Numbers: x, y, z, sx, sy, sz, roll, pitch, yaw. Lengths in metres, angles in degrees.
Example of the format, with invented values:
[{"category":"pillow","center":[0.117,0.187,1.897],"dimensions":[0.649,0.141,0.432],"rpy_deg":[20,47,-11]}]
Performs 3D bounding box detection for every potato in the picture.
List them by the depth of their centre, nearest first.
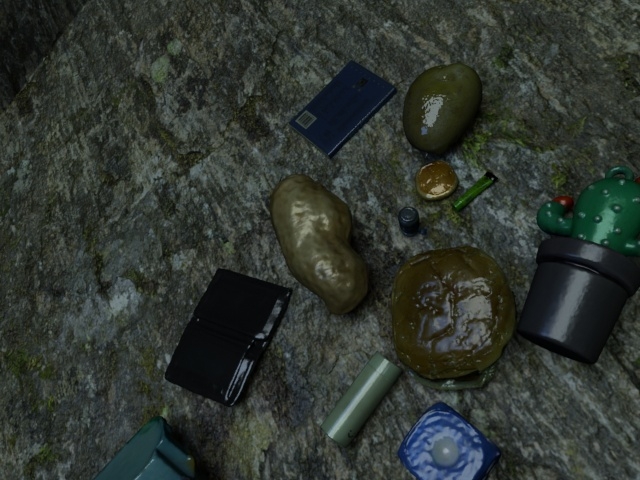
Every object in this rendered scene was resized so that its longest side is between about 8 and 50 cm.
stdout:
[{"category":"potato","center":[0.291,-0.318,1.267],"dimensions":[0.174,0.159,0.251],"rpy_deg":[13,81,53]}]

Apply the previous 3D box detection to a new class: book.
[{"category":"book","center":[0.059,-0.378,1.470],"dimensions":[0.269,0.025,0.191],"rpy_deg":[-46,59,-2]}]

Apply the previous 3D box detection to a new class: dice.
[{"category":"dice","center":[0.238,0.399,0.961],"dimensions":[0.146,0.146,0.143],"rpy_deg":[36,83,33]}]

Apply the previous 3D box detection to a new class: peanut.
[{"category":"peanut","center":[0.000,0.000,1.240],"dimensions":[0.192,0.169,0.387],"rpy_deg":[-27,63,5]}]

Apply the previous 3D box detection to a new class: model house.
[{"category":"model house","center":[-0.356,0.587,1.131],"dimensions":[0.280,0.248,0.230],"rpy_deg":[-46,18,-15]}]

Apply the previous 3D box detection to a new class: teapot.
[{"category":"teapot","center":[0.216,-0.045,1.213],"dimensions":[0.064,0.083,0.049],"rpy_deg":[-6,66,12]}]

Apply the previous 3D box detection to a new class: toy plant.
[{"category":"toy plant","center":[0.518,0.024,0.998],"dimensions":[0.400,0.185,0.279],"rpy_deg":[-63,18,-8]}]

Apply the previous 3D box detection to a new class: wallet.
[{"category":"wallet","center":[-0.235,0.235,1.304],"dimensions":[0.247,0.041,0.322],"rpy_deg":[14,70,27]}]

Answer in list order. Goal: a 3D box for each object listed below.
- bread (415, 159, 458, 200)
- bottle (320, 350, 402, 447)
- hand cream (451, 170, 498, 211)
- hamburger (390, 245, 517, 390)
[{"category":"bread","center":[0.282,-0.147,1.265],"dimensions":[0.110,0.024,0.110],"rpy_deg":[-10,63,20]},{"category":"bottle","center":[0.088,0.336,1.099],"dimensions":[0.072,0.072,0.201],"rpy_deg":[35,84,32]},{"category":"hand cream","center":[0.362,-0.116,1.217],"dimensions":[0.122,0.023,0.036],"rpy_deg":[-42,46,-1]},{"category":"hamburger","center":[0.260,0.153,1.054],"dimensions":[0.266,0.134,0.284],"rpy_deg":[-12,61,27]}]
